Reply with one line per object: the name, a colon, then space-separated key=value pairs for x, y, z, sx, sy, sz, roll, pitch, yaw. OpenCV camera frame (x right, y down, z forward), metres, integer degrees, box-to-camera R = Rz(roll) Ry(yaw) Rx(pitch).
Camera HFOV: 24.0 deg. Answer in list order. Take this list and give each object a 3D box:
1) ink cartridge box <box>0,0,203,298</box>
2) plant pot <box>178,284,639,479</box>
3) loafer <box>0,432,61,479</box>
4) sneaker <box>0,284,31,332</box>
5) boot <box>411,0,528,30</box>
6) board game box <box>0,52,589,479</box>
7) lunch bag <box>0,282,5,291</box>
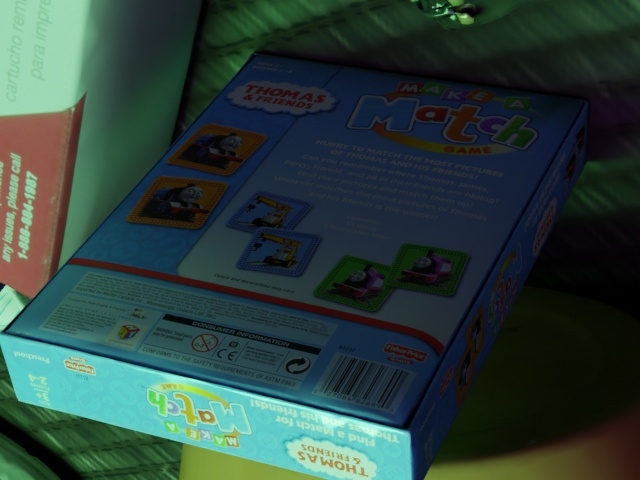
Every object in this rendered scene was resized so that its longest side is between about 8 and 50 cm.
ink cartridge box: x=-0.207 y=-0.144 z=0.654 sx=0.306 sy=0.131 sz=0.226 roll=24 pitch=134 yaw=8
plant pot: x=0.052 y=0.145 z=0.655 sx=0.290 sy=0.291 sz=0.204 roll=3 pitch=110 yaw=28
loafer: x=-0.313 y=0.150 z=0.944 sx=0.319 sy=0.111 sz=0.112 roll=14 pitch=134 yaw=7
sneaker: x=-0.165 y=0.027 z=0.826 sx=0.152 sy=0.054 sz=0.061 roll=23 pitch=142 yaw=20
boot: x=0.008 y=-0.109 z=0.525 sx=0.077 sy=0.198 sz=0.137 roll=28 pitch=152 yaw=59
board game box: x=0.000 y=0.000 z=0.594 sx=0.160 sy=0.211 sz=0.039 roll=11 pitch=130 yaw=22
lunch bag: x=-0.224 y=-0.010 z=0.748 sx=0.128 sy=0.151 sz=0.096 roll=25 pitch=144 yaw=10
